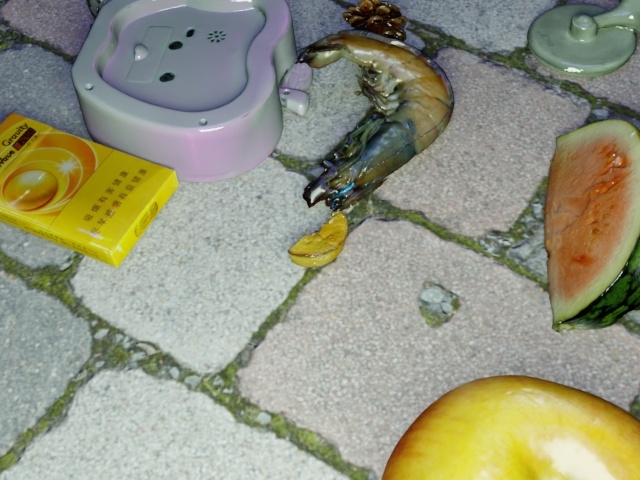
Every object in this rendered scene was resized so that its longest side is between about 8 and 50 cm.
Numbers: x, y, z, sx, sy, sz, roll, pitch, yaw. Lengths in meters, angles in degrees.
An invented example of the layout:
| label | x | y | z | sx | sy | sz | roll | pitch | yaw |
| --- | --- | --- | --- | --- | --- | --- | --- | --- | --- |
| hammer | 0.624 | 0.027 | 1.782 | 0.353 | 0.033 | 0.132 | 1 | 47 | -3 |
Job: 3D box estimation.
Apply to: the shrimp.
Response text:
| label | x | y | z | sx | sy | sz | roll | pitch | yaw |
| --- | --- | --- | --- | --- | --- | --- | --- | --- | --- |
| shrimp | 0.040 | -0.172 | 1.164 | 0.222 | 0.054 | 0.290 | 40 | 68 | 6 |

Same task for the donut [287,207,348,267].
| label | x | y | z | sx | sy | sz | roll | pitch | yaw |
| --- | --- | --- | --- | --- | --- | --- | --- | --- | --- |
| donut | 0.000 | 0.000 | 1.075 | 0.067 | 0.038 | 0.083 | 3 | 47 | 9 |

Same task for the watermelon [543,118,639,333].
| label | x | y | z | sx | sy | sz | roll | pitch | yaw |
| --- | --- | --- | --- | --- | --- | --- | --- | --- | --- |
| watermelon | 0.371 | -0.025 | 1.050 | 0.128 | 0.159 | 0.303 | 29 | 50 | -23 |

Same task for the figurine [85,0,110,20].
| label | x | y | z | sx | sy | sz | roll | pitch | yaw |
| --- | --- | --- | --- | --- | --- | --- | --- | --- | --- |
| figurine | -0.254 | -0.421 | 1.383 | 0.138 | 0.110 | 0.245 | 26 | 62 | 19 |

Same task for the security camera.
| label | x | y | z | sx | sy | sz | roll | pitch | yaw |
| --- | --- | --- | --- | --- | --- | --- | --- | --- | --- |
| security camera | 0.453 | -0.331 | 1.286 | 0.302 | 0.080 | 0.157 | -16 | 53 | -6 |

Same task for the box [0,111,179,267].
| label | x | y | z | sx | sy | sz | roll | pitch | yaw |
| --- | --- | --- | --- | --- | --- | --- | --- | --- | --- |
| box | -0.340 | -0.071 | 1.146 | 0.269 | 0.043 | 0.152 | 20 | 55 | 18 |

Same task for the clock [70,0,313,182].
| label | x | y | z | sx | sy | sz | roll | pitch | yaw |
| --- | --- | --- | --- | --- | --- | --- | --- | --- | --- |
| clock | -0.174 | -0.236 | 1.231 | 0.339 | 0.102 | 0.338 | -1 | 52 | 2 |

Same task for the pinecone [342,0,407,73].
| label | x | y | z | sx | sy | sz | roll | pitch | yaw |
| --- | --- | --- | --- | --- | --- | --- | --- | --- | --- |
| pinecone | 0.084 | -0.295 | 1.264 | 0.102 | 0.102 | 0.109 | -21 | 72 | -13 |

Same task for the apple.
| label | x | y | z | sx | sy | sz | roll | pitch | yaw |
| --- | --- | --- | --- | --- | --- | --- | --- | --- | --- |
| apple | 0.179 | 0.253 | 0.740 | 0.286 | 0.233 | 0.286 | -1 | 53 | 1 |
